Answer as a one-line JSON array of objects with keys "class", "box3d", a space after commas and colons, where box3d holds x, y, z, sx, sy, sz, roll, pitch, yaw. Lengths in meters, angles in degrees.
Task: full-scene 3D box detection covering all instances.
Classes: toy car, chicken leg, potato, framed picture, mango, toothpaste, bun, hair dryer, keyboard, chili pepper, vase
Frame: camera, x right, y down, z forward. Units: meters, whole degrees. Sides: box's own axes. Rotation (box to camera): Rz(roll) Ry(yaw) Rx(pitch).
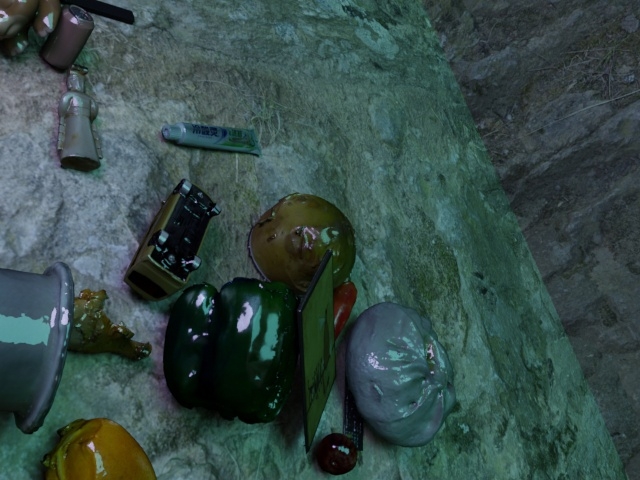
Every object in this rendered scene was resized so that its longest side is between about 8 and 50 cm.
[{"class": "toy car", "box3d": [-0.287, -0.005, 1.167, 0.101, 0.124, 0.257, 42, 33, -24]}, {"class": "chicken leg", "box3d": [-0.368, 0.146, 1.011, 0.207, 0.085, 0.101, 36, 57, -42]}, {"class": "potato", "box3d": [0.000, 0.000, 1.432, 0.299, 0.196, 0.247, -18, 83, -53]}, {"class": "framed picture", "box3d": [-0.003, 0.222, 1.240, 0.255, 0.014, 0.339, -60, 151, -62]}, {"class": "mango", "box3d": [-0.315, 0.388, 0.889, 0.154, 0.126, 0.252, -25, 96, -62]}, {"class": "toothpaste", "box3d": [-0.246, -0.244, 1.419, 0.296, 0.048, 0.075, -5, 72, -53]}, {"class": "bun", "box3d": [0.214, 0.321, 1.468, 0.354, 0.194, 0.355, 31, 46, -39]}, {"class": "hair dryer", "box3d": [-0.505, -0.436, 1.206, 0.064, 0.117, 0.182, 23, 33, -37]}, {"class": "keyboard", "box3d": [0.080, 0.394, 1.428, 0.063, 0.010, 0.198, 29, 48, -33]}, {"class": "chili pepper", "box3d": [0.046, 0.171, 1.483, 0.071, 0.063, 0.272, 58, 37, -33]}, {"class": "chili pepper", "box3d": [-0.150, 0.199, 1.111, 0.233, 0.248, 0.257, 35, 54, -47]}, {"class": "vase", "box3d": [-0.502, 0.125, 0.775, 0.291, 0.245, 0.245, 13, 59, -35]}]

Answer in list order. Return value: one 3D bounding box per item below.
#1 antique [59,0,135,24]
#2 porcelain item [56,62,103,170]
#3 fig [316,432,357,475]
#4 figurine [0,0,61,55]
[{"class": "antique", "box3d": [-0.498, -0.514, 1.317, 0.192, 0.015, 0.031, 0, 69, -48]}, {"class": "porcelain item", "box3d": [-0.468, -0.240, 1.153, 0.084, 0.054, 0.213, 11, 61, -48]}, {"class": "fig", "box3d": [0.038, 0.449, 1.306, 0.089, 0.089, 0.125, 58, 12, -5]}, {"class": "figurine", "box3d": [-0.569, -0.467, 1.079, 0.173, 0.177, 0.247, 45, 49, -49]}]
